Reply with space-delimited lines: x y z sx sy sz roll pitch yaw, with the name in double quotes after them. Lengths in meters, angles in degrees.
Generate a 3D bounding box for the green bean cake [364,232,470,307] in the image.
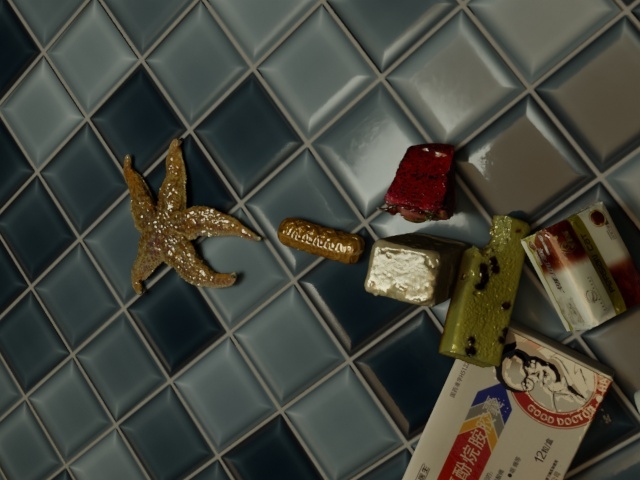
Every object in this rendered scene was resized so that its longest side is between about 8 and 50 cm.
0.147 0.040 1.168 0.109 0.179 0.085 12 99 22 "green bean cake"

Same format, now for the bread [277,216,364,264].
0.000 0.000 1.305 0.157 0.044 0.052 16 98 22 "bread"

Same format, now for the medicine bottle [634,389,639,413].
0.553 0.195 1.020 0.252 0.144 0.144 -40 79 21 "medicine bottle"

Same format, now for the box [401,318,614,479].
0.273 0.306 1.202 0.214 0.069 0.353 27 103 20 "box"

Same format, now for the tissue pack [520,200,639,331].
0.369 0.037 1.096 0.106 0.099 0.149 -25 84 -9 "tissue pack"

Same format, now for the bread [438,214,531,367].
0.241 0.067 1.139 0.088 0.049 0.226 19 77 -13 "bread"

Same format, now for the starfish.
-0.265 -0.037 1.414 0.299 0.060 0.302 -24 84 27 "starfish"

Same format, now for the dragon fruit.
0.158 -0.069 1.202 0.102 0.096 0.147 13 58 19 "dragon fruit"
